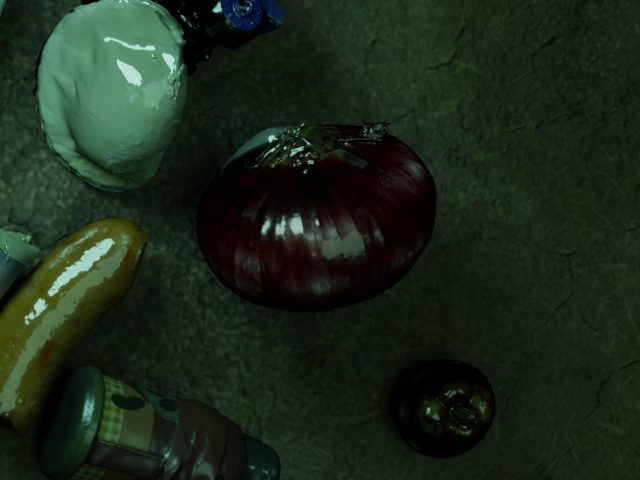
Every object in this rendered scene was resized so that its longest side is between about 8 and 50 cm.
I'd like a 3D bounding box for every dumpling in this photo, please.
[{"bbox_3d":[-0.229,-0.166,1.930,0.172,0.142,0.247,19,123,-2],"label":"dumpling"}]

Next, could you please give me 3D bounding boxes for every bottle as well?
[{"bbox_3d":[-0.177,0.237,2.007,0.271,0.143,0.156,20,48,-25],"label":"bottle"}]

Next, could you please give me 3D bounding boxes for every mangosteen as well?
[{"bbox_3d":[0.158,0.207,2.169,0.140,0.140,0.140,-4,98,-27],"label":"mangosteen"}]

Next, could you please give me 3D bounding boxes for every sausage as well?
[{"bbox_3d":[-0.291,0.084,1.947,0.109,0.109,0.270,43,78,-24],"label":"sausage"}]

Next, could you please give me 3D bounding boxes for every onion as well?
[{"bbox_3d":[0.000,0.000,2.006,0.273,0.273,0.285,-23,126,-23],"label":"onion"}]

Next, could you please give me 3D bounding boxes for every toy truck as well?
[{"bbox_3d":[-0.143,-0.299,1.961,0.213,0.161,0.177,34,61,-26],"label":"toy truck"}]

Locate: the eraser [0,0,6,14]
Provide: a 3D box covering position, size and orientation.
[{"bbox_3d":[-0.426,-0.258,1.835,0.189,0.104,0.290,23,87,-27],"label":"eraser"}]

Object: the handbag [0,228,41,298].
[{"bbox_3d":[-0.395,0.039,1.899,0.117,0.095,0.173,41,86,-31],"label":"handbag"}]
